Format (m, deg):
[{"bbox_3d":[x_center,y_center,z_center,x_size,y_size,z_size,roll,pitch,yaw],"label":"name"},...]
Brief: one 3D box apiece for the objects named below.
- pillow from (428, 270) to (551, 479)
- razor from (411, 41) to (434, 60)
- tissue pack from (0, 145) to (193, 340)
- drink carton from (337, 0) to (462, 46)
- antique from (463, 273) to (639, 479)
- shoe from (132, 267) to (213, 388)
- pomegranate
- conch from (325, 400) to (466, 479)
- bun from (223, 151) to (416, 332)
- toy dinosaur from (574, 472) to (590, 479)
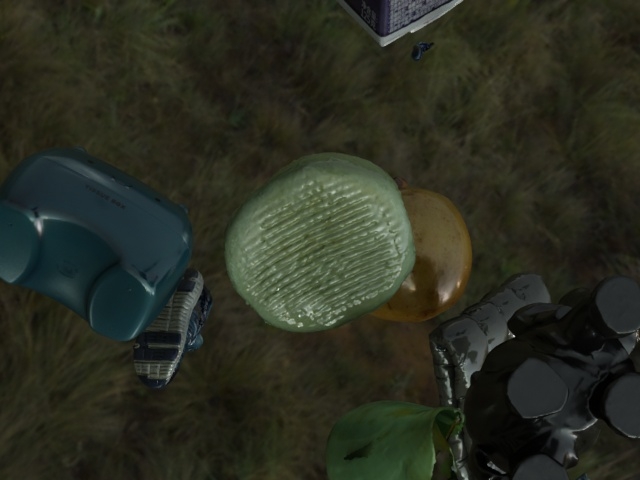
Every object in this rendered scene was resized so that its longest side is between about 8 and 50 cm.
[{"bbox_3d":[0.283,0.231,1.567,0.228,0.101,0.326,-30,115,-34],"label":"pillow"},{"bbox_3d":[0.201,-0.389,2.051,0.028,0.044,0.154,52,21,-6],"label":"razor"},{"bbox_3d":[-0.335,-0.005,1.487,0.287,0.198,0.206,29,39,-1],"label":"tissue pack"},{"bbox_3d":[0.051,-0.287,0.805,0.102,0.222,0.134,-30,64,-15],"label":"drink carton"},{"bbox_3d":[0.298,0.171,1.226,0.322,0.255,0.185,-43,85,-3],"label":"antique"},{"bbox_3d":[-0.228,0.149,1.623,0.106,0.091,0.207,55,44,-45],"label":"shoe"},{"bbox_3d":[0.140,0.017,1.766,0.264,0.264,0.264,17,52,-24],"label":"pomegranate"},{"bbox_3d":[0.096,0.252,1.092,0.137,0.250,0.143,35,75,-20],"label":"conch"},{"bbox_3d":[0.003,-0.001,1.129,0.221,0.221,0.108,30,21,-14],"label":"bun"},{"bbox_3d":[0.432,0.518,1.428,0.147,0.076,0.363,3,80,-10],"label":"toy dinosaur"}]
